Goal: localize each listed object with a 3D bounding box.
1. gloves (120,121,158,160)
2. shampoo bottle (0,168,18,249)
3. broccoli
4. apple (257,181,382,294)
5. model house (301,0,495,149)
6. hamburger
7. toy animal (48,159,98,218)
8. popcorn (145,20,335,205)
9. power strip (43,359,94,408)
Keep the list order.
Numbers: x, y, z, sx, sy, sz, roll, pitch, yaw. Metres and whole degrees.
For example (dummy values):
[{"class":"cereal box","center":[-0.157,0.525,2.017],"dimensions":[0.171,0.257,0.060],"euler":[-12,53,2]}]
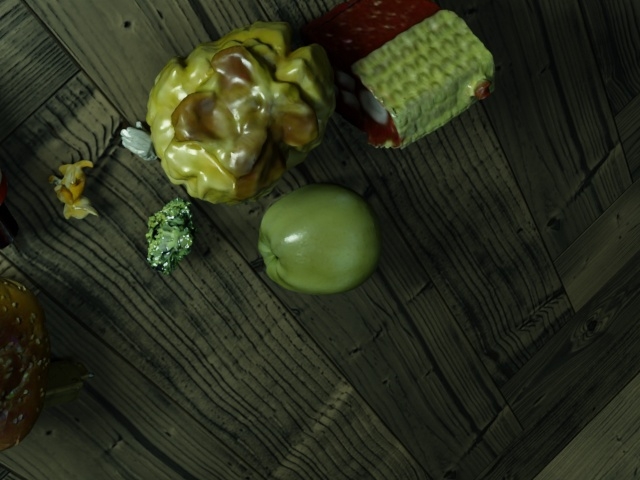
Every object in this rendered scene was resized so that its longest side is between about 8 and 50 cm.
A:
[{"class":"gloves","center":[-0.247,-0.137,1.719],"dimensions":[0.081,0.037,0.044],"euler":[26,67,-47]},{"class":"shampoo bottle","center":[-0.453,-0.087,1.499],"dimensions":[0.104,0.104,0.278],"euler":[-38,142,-13]},{"class":"broccoli","center":[-0.219,-0.005,1.811],"dimensions":[0.097,0.092,0.095],"euler":[-32,113,-13]},{"class":"apple","center":[0.000,0.000,1.964],"dimensions":[0.200,0.200,0.200],"euler":[-26,138,-26]},{"class":"model house","center":[0.120,-0.247,1.801],"dimensions":[0.196,0.254,0.160],"euler":[-34,137,-19]},{"class":"hamburger","center":[-0.473,0.154,1.641],"dimensions":[0.243,0.146,0.286],"euler":[-47,131,-34]},{"class":"toy animal","center":[-0.329,-0.066,1.682],"dimensions":[0.081,0.060,0.083],"euler":[-44,134,-3]},{"class":"popcorn","center":[-0.096,-0.182,1.691],"dimensions":[0.265,0.225,0.332],"euler":[-49,166,20]},{"class":"power strip","center":[-0.469,0.229,1.795],"dimensions":[0.305,0.064,0.044],"euler":[-10,132,-39]}]
